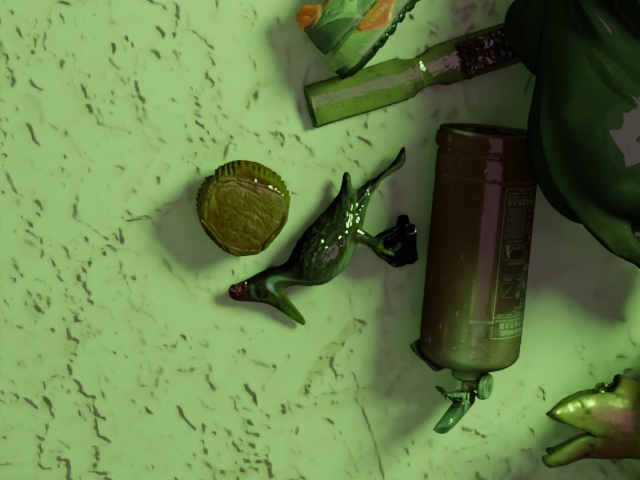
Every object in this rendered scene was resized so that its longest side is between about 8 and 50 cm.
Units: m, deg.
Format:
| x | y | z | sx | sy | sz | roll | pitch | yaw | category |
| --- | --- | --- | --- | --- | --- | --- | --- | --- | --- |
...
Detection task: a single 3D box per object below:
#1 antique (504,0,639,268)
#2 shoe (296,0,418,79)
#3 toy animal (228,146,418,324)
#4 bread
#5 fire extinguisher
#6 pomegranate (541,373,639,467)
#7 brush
| x | y | z | sx | sy | sz | roll | pitch | yaw | category |
| --- | --- | --- | --- | --- | --- | --- | --- | --- | --- |
| 0.291 | -0.135 | 1.622 | 0.255 | 0.185 | 0.322 | 14 | 75 | -24 | antique |
| 0.058 | -0.234 | 1.655 | 0.077 | 0.074 | 0.194 | 40 | 89 | 2 | shoe |
| 0.009 | 0.006 | 1.700 | 0.202 | 0.070 | 0.105 | -29 | 93 | 4 | toy animal |
| -0.069 | -0.031 | 1.678 | 0.085 | 0.053 | 0.085 | -1 | 110 | -2 | bread |
| 0.136 | 0.033 | 1.694 | 0.105 | 0.105 | 0.269 | 4 | 100 | -9 | fire extinguisher |
| 0.381 | 0.155 | 1.688 | 0.323 | 0.291 | 0.291 | 29 | 95 | 23 | pomegranate |
| 0.106 | -0.156 | 1.693 | 0.248 | 0.036 | 0.043 | -17 | 93 | -5 | brush |
